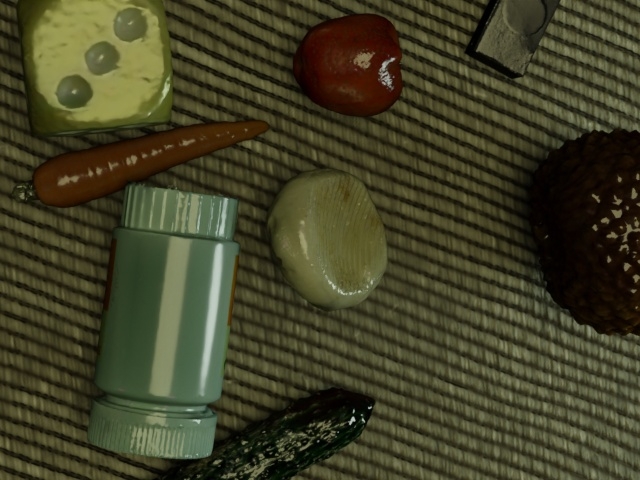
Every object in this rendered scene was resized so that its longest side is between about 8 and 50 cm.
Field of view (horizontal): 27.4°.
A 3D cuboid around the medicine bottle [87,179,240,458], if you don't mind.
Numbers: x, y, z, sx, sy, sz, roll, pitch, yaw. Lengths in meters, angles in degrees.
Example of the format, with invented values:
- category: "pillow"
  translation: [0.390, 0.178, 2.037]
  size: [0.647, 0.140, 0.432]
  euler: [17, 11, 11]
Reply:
- category: "medicine bottle"
  translation: [-0.187, 0.094, 1.592]
  size: [0.158, 0.158, 0.318]
  euler: [8, 91, -12]

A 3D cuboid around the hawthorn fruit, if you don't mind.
- category: "hawthorn fruit"
  translation: [0.035, -0.218, 1.641]
  size: [0.138, 0.133, 0.133]
  euler: [-4, 93, -4]

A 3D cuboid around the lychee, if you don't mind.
- category: "lychee"
  translation: [0.400, -0.014, 1.662]
  size: [0.267, 0.267, 0.267]
  euler: [0, 92, -12]

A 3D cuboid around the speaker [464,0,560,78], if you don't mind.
- category: "speaker"
  translation: [0.274, -0.328, 1.730]
  size: [0.082, 0.044, 0.218]
  euler: [28, 87, -11]

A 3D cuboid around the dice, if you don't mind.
- category: "dice"
  translation: [-0.268, -0.212, 1.556]
  size: [0.169, 0.169, 0.166]
  euler: [-7, 93, -11]

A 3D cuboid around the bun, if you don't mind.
- category: "bun"
  translation: [0.000, 0.000, 1.656]
  size: [0.183, 0.102, 0.183]
  euler: [12, 72, -43]

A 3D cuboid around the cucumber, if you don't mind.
- category: "cucumber"
  translation: [-0.087, 0.283, 1.652]
  size: [0.359, 0.096, 0.096]
  euler: [-29, 98, -8]

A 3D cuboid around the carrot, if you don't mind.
- category: "carrot"
  translation: [-0.219, -0.103, 1.627]
  size: [0.336, 0.069, 0.069]
  euler: [-18, 96, -14]
